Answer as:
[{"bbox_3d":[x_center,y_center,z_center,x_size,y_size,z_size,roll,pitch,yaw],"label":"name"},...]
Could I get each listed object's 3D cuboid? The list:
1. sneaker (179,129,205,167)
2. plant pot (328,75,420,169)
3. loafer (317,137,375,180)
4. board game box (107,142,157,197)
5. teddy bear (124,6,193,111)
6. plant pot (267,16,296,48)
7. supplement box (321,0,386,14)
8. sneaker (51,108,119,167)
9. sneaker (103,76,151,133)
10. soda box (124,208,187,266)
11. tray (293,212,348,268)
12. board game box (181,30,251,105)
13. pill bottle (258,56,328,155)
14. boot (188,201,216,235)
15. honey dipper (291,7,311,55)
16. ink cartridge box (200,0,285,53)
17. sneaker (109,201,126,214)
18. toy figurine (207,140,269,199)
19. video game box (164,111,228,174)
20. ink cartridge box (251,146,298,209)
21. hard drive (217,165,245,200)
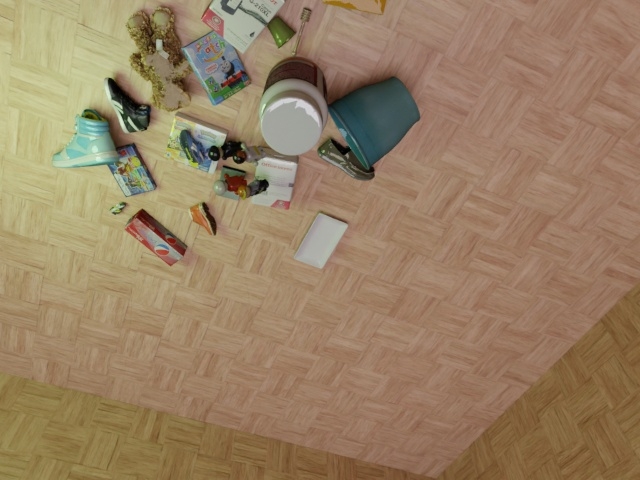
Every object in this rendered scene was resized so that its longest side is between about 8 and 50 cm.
[{"bbox_3d":[-0.485,-0.351,1.860,0.053,0.059,0.144,-4,113,40],"label":"sneaker"},{"bbox_3d":[0.200,-0.436,1.743,0.255,0.271,0.271,-34,119,5],"label":"plant pot"},{"bbox_3d":[0.112,-0.316,1.913,0.251,0.094,0.087,24,126,-16],"label":"loafer"},{"bbox_3d":[-0.765,-0.279,1.972,0.136,0.035,0.201,-13,124,8],"label":"board game box"},{"bbox_3d":[-0.544,-0.624,1.703,0.245,0.113,0.338,-27,114,7],"label":"teddy bear"},{"bbox_3d":[-0.137,-0.706,1.656,0.083,0.083,0.079,-34,107,21],"label":"plant pot"},{"bbox_3d":[0.106,-0.799,1.514,0.191,0.194,0.129,9,125,-6],"label":"supplement box"},{"bbox_3d":[-0.905,-0.383,1.863,0.319,0.127,0.208,-2,100,24],"label":"sneaker"},{"bbox_3d":[-0.692,-0.502,1.798,0.121,0.079,0.217,-9,133,2],"label":"sneaker"},{"bbox_3d":[-0.710,-0.011,2.130,0.092,0.083,0.263,-34,119,21],"label":"soda box"},{"bbox_3d":[0.000,0.000,2.172,0.145,0.030,0.270,22,122,-14],"label":"tray"},{"bbox_3d":[-0.355,-0.601,1.697,0.160,0.039,0.211,-39,123,-18],"label":"board game box"},{"bbox_3d":[-0.088,-0.450,1.637,0.224,0.392,0.224,0,125,0],"label":"pill bottle"},{"bbox_3d":[-0.502,-0.084,2.100,0.085,0.059,0.158,-16,115,14],"label":"boot"},{"bbox_3d":[-0.070,-0.709,1.680,0.030,0.030,0.160,17,127,-12],"label":"honey dipper"},{"bbox_3d":[-0.241,-0.753,1.569,0.172,0.100,0.237,33,131,-27],"label":"ink cartridge box"},{"bbox_3d":[-0.851,-0.135,2.079,0.083,0.031,0.035,-20,136,18],"label":"sneaker"},{"bbox_3d":[-0.311,-0.264,1.851,0.209,0.148,0.213,19,119,39],"label":"toy figurine"},{"bbox_3d":[-0.481,-0.373,1.901,0.205,0.048,0.187,18,120,-13],"label":"video game box"},{"bbox_3d":[-0.183,-0.247,1.962,0.159,0.092,0.218,10,126,-7],"label":"ink cartridge box"},{"bbox_3d":[-0.367,-0.234,2.012,0.094,0.022,0.135,14,123,-9],"label":"hard drive"}]
